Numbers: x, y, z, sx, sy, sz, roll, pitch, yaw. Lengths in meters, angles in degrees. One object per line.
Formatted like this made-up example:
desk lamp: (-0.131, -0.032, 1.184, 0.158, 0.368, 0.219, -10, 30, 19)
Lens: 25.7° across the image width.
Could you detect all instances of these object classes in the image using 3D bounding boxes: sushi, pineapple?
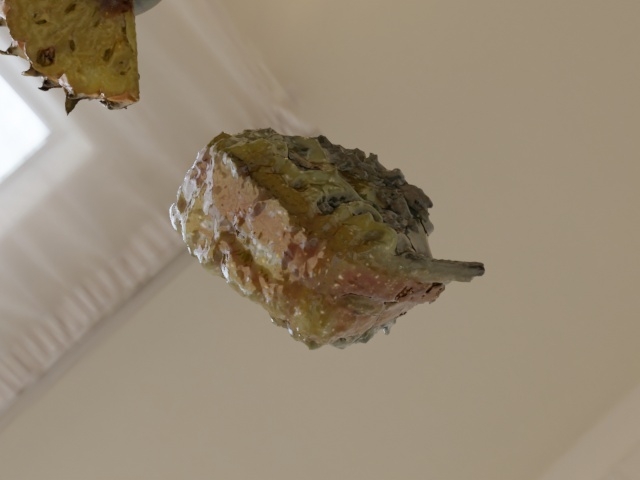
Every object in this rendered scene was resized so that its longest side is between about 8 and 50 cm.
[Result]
sushi: (0.000, 0.000, 1.226, 0.274, 0.184, 0.139, 43, -62, 30)
pineapple: (-0.218, -0.218, 1.139, 0.135, 0.233, 0.079, -2, -174, -6)

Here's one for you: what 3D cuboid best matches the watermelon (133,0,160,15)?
watermelon: (-0.205, -0.285, 1.330, 0.140, 0.141, 0.187, -36, -152, 5)
